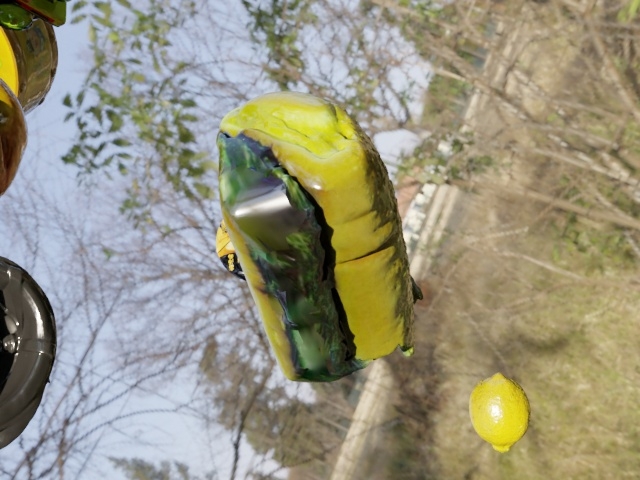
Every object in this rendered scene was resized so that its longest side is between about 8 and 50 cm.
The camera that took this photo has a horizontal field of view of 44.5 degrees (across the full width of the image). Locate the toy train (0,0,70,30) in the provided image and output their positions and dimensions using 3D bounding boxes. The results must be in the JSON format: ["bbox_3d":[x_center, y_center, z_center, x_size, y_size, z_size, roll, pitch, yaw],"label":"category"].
[{"bbox_3d":[-0.458,-0.389,1.054,0.296,0.160,0.100,24,-122,-53],"label":"toy train"}]

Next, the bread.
[{"bbox_3d":[0.000,0.000,0.968,0.251,0.208,0.376,-108,-2,-51],"label":"bread"}]

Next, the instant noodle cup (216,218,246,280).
[{"bbox_3d":[-0.090,0.015,1.323,0.151,0.151,0.122,-63,-17,-16],"label":"instant noodle cup"}]

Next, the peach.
[{"bbox_3d":[-0.608,-0.157,1.260,0.238,0.281,0.281,-20,-46,-61],"label":"peach"}]

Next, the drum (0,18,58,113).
[{"bbox_3d":[-0.840,-0.437,1.795,0.214,0.431,0.431,-74,2,-60],"label":"drum"}]

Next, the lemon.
[{"bbox_3d":[0.183,0.176,0.800,0.062,0.062,0.083,-8,-84,-78],"label":"lemon"}]

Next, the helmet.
[{"bbox_3d":[-0.502,0.158,1.096,0.160,0.230,0.279,-18,75,57],"label":"helmet"}]
